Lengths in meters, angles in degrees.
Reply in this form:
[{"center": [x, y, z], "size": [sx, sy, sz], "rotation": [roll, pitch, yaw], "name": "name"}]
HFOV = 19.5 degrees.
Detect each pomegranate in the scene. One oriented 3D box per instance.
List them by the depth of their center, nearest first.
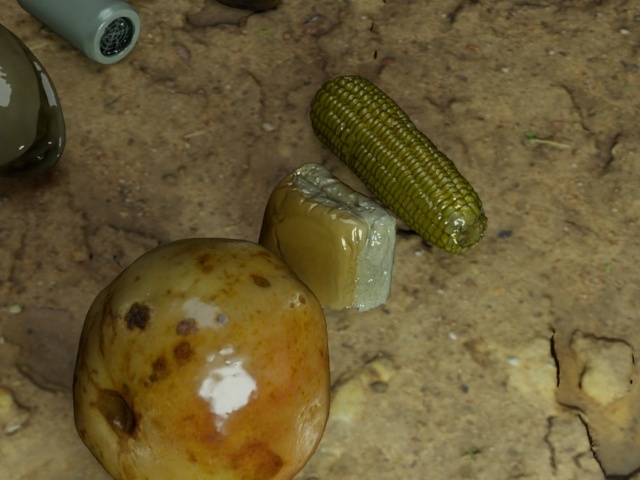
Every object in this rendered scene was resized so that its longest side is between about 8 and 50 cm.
[{"center": [-0.083, 0.103, 1.459], "size": [0.215, 0.215, 0.215], "rotation": [1, 44, -1], "name": "pomegranate"}]

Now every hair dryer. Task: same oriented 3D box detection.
[{"center": [-0.188, -0.266, 1.949], "size": [0.236, 0.073, 0.131], "rotation": [-26, 51, -38], "name": "hair dryer"}]

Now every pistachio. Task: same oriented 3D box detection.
[{"center": [-0.331, -0.142, 1.768], "size": [0.136, 0.136, 0.226], "rotation": [-32, 58, -30], "name": "pistachio"}]

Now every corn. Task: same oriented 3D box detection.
[{"center": [0.074, -0.073, 1.735], "size": [0.080, 0.080, 0.231], "rotation": [-25, 51, -26], "name": "corn"}]

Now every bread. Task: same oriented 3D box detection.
[{"center": [0.002, 0.000, 1.635], "size": [0.082, 0.106, 0.125], "rotation": [-31, 50, -30], "name": "bread"}]

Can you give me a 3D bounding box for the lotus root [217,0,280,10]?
[{"center": [-0.080, -0.263, 1.956], "size": [0.083, 0.037, 0.030], "rotation": [8, 48, 6], "name": "lotus root"}]
